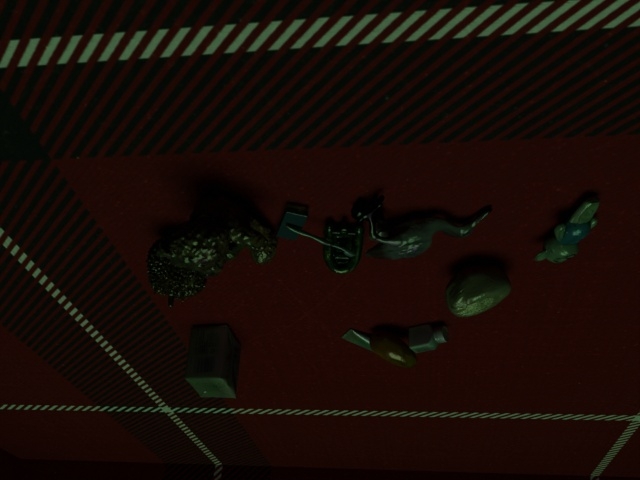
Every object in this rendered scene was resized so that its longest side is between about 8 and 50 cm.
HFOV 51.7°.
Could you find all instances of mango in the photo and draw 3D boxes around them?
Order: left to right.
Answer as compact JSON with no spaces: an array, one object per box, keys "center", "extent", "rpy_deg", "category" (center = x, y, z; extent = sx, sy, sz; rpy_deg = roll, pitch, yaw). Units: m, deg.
[{"center":[0.232,0.350,2.115],"extent":[0.165,0.089,0.115],"rpy_deg":[35,169,19],"category":"mango"}]

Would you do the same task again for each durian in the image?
[{"center":[-0.377,0.081,1.727],"extent":[0.167,0.196,0.196],"rpy_deg":[-8,145,27],"category":"durian"}]

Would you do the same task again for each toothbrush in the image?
[{"center":[0.000,0.000,1.639],"extent":[0.193,0.013,0.019],"rpy_deg":[24,152,-15],"category":"toothbrush"}]

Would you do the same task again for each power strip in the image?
[{"center":[-0.071,-0.045,1.641],"extent":[0.056,0.032,0.123],"rpy_deg":[13,146,-11],"category":"power strip"}]

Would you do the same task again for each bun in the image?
[{"center":[0.412,0.125,1.769],"extent":[0.173,0.113,0.167],"rpy_deg":[-16,153,-11],"category":"bun"}]

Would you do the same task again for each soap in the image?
[{"center":[-0.355,0.407,2.210],"extent":[0.138,0.199,0.182],"rpy_deg":[-5,146,9],"category":"soap"}]

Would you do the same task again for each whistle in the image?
[{"center":[0.597,-0.018,1.570],"extent":[0.114,0.077,0.236],"rpy_deg":[-8,146,-16],"category":"whistle"}]

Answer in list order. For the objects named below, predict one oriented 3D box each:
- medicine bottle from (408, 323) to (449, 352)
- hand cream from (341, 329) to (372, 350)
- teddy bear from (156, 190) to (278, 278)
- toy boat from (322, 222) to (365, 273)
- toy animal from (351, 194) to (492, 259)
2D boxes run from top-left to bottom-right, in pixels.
[{"center":[0.340,0.305,2.084],"extent":[0.118,0.074,0.055],"rpy_deg":[-19,140,29],"category":"medicine bottle"},{"center":[0.162,0.339,2.193],"extent":[0.174,0.047,0.076],"rpy_deg":[22,144,-10],"category":"hand cream"},{"center":[-0.233,0.019,1.577],"extent":[0.246,0.223,0.296],"rpy_deg":[-2,144,20],"category":"teddy bear"},{"center":[0.058,0.018,1.702],"extent":[0.104,0.052,0.210],"rpy_deg":[2,143,-1],"category":"toy boat"},{"center":[0.229,-0.017,1.596],"extent":[0.324,0.090,0.195],"rpy_deg":[7,137,-6],"category":"toy animal"}]
